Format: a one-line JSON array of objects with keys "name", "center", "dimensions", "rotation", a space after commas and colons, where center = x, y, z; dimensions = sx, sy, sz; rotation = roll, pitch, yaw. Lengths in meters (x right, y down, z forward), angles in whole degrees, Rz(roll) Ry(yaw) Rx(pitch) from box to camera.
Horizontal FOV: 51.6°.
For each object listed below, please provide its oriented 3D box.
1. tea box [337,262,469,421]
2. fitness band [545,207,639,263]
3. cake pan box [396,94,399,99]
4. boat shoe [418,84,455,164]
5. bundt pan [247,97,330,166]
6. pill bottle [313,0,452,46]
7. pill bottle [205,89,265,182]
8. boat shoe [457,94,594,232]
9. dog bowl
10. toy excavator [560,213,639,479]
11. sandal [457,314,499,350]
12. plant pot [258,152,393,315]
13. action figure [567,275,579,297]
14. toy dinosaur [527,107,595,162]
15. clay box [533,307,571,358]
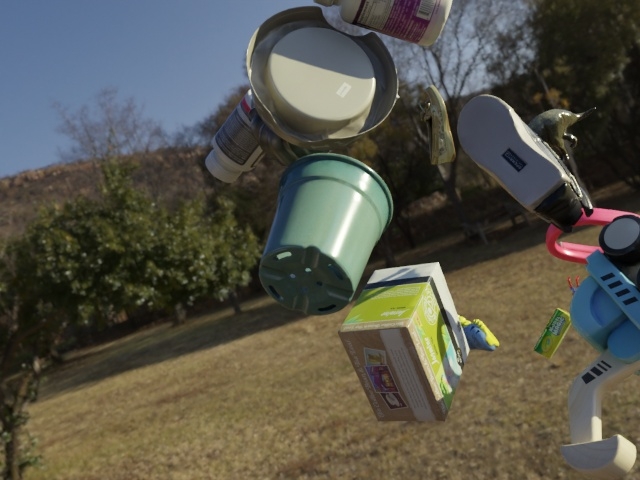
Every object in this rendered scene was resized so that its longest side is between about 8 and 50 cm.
[{"name": "tea box", "center": [0.251, 0.290, 1.901], "dimensions": [0.219, 0.329, 0.323], "rotation": [-9, 27, 32]}, {"name": "fitness band", "center": [0.783, -0.011, 1.867], "dimensions": [0.290, 0.054, 0.209], "rotation": [7, -35, -4]}, {"name": "cake pan box", "center": [0.110, -0.547, 2.183], "dimensions": [0.245, 0.267, 0.070], "rotation": [-5, -32, -44]}, {"name": "boat shoe", "center": [0.409, -0.416, 2.378], "dimensions": [0.089, 0.285, 0.104], "rotation": [-14, -7, 1]}, {"name": "bundt pan", "center": [-0.076, -0.391, 1.957], "dimensions": [0.330, 0.331, 0.124], "rotation": [-24, -27, 18]}, {"name": "pill bottle", "center": [0.143, -0.573, 1.542], "dimensions": [0.301, 0.169, 0.169], "rotation": [15, -7, -8]}, {"name": "pill bottle", "center": [-0.260, -0.352, 2.287], "dimensions": [0.318, 0.176, 0.176], "rotation": [-47, -12, 28]}, {"name": "boat shoe", "center": [0.400, -0.148, 1.314], "dimensions": [0.127, 0.341, 0.158], "rotation": [-42, -46, 21]}, {"name": "dog bowl", "center": [-0.003, -0.363, 1.517], "dimensions": [0.348, 0.349, 0.102], "rotation": [-23, -13, -20]}, {"name": "toy excavator", "center": [0.652, 0.237, 1.444], "dimensions": [0.445, 0.222, 0.433], "rotation": [-45, 34, 18]}, {"name": "sandal", "center": [0.517, 0.354, 2.343], "dimensions": [0.138, 0.126, 0.317], "rotation": [-39, 4, -11]}, {"name": "plant pot", "center": [0.000, 0.000, 1.789], "dimensions": [0.341, 0.341, 0.334], "rotation": [-24, 31, 35]}, {"name": "action figure", "center": [0.695, 0.150, 1.783], "dimensions": [0.038, 0.115, 0.030], "rotation": [-10, 20, 34]}, {"name": "toy dinosaur", "center": [0.624, -0.287, 1.842], "dimensions": [0.313, 0.160, 0.121], "rotation": [-32, 23, 17]}, {"name": "clay box", "center": [0.625, 0.246, 1.767], "dimensions": [0.128, 0.053, 0.222], "rotation": [-63, -21, 6]}]
